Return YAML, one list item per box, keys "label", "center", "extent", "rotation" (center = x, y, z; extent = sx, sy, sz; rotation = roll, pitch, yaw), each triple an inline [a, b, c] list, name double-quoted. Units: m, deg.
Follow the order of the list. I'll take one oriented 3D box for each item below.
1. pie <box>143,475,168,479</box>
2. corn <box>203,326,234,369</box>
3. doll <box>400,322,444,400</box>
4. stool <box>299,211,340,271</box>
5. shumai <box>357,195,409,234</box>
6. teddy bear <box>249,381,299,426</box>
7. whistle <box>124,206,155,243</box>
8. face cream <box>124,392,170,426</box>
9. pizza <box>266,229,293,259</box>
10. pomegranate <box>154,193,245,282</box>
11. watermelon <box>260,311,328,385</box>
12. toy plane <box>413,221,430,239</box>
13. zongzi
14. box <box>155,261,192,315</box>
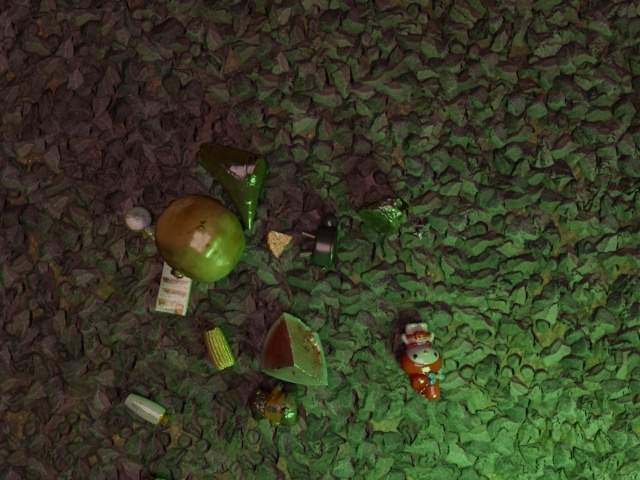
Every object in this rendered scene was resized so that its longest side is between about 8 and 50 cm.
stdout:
- label: "pie"
  center: [-0.648, 1.005, 1.784]
  extent: [0.163, 0.079, 0.193]
  rotation: [44, 87, -4]
- label: "corn"
  center: [-0.398, 0.421, 1.801]
  extent: [0.085, 0.063, 0.165]
  rotation: [-21, 87, 9]
- label: "doll"
  center: [0.387, 0.464, 1.763]
  extent: [0.161, 0.130, 0.290]
  rotation: [-2, 74, -13]
- label: "stool"
  center: [0.000, 0.005, 1.780]
  extent: [0.139, 0.153, 0.228]
  rotation: [9, 46, 4]
- label: "shumai"
  center: [0.246, -0.126, 1.781]
  extent: [0.184, 0.184, 0.142]
  rotation: [29, 65, 1]
- label: "teddy bear"
  center: [-0.179, 0.635, 1.766]
  extent: [0.190, 0.140, 0.177]
  rotation: [1, 92, 9]
- label: "whistle"
  center: [-0.688, -0.048, 1.823]
  extent: [0.198, 0.057, 0.104]
  rotation: [47, 74, -7]
- label: "face cream"
  center: [-0.676, 0.662, 1.803]
  extent: [0.182, 0.051, 0.072]
  rotation: [30, 85, 0]
- label: "pizza"
  center: [-0.156, 0.009, 1.828]
  extent: [0.108, 0.026, 0.123]
  rotation: [-18, 86, -3]
- label: "pomegranate"
  center: [-0.445, -0.001, 1.688]
  extent: [0.332, 0.332, 0.332]
  rotation: [0, 89, 0]
- label: "watermelon"
  center: [-0.103, 0.422, 1.754]
  extent: [0.256, 0.176, 0.260]
  rotation: [-1, 66, -7]
- label: "toy plane"
  center: [0.409, -0.043, 1.822]
  extent: [0.080, 0.033, 0.083]
  rotation: [40, 89, 15]
- label: "zongzi"
  center: [-0.363, -0.211, 1.782]
  extent: [0.274, 0.145, 0.300]
  rotation: [15, 95, 5]
- label: "box"
  center: [-0.572, 0.178, 1.823]
  extent: [0.122, 0.032, 0.220]
  rotation: [10, 88, 0]
